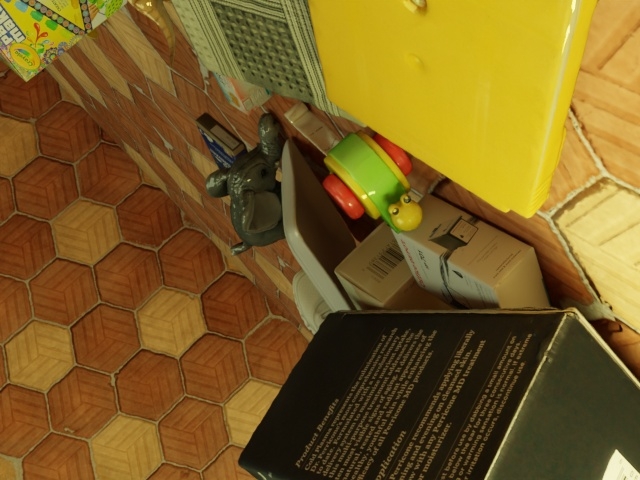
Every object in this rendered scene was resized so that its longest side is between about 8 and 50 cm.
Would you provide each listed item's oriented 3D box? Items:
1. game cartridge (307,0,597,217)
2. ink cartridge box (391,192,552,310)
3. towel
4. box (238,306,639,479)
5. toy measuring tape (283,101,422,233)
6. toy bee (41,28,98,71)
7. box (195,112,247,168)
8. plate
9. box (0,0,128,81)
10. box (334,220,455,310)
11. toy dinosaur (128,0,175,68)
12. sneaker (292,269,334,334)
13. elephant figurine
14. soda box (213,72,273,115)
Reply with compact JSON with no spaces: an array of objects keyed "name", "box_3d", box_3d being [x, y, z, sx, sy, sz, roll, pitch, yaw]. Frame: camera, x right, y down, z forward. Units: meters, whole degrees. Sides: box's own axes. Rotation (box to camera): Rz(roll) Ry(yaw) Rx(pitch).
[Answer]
[{"name":"game cartridge","box_3d":[0.103,-0.180,0.726,0.285,0.053,0.324,37,163,23]},{"name":"ink cartridge box","box_3d":[0.201,0.037,1.047,0.190,0.082,0.140,32,160,44]},{"name":"towel","box_3d":[-0.079,-0.297,0.950,0.312,0.056,0.324,25,156,28]},{"name":"box","box_3d":[0.229,0.342,1.062,0.480,0.297,0.471,44,156,-21]},{"name":"toy measuring tape","box_3d":[0.029,-0.125,1.073,0.330,0.121,0.121,49,171,38]},{"name":"toy bee","box_3d":[-0.605,-0.536,1.822,0.298,0.162,0.195,-12,115,46]},{"name":"box","box_3d":[-0.199,-0.179,1.777,0.136,0.036,0.225,40,167,28]},{"name":"plate","box_3d":[0.000,0.000,1.350,0.277,0.045,0.278,56,-163,-35]},{"name":"box","box_3d":[-0.505,-0.468,1.347,0.290,0.279,0.177,37,164,38]},{"name":"box","box_3d":[0.158,0.119,1.285,0.121,0.148,0.311,34,163,43]},{"name":"toy dinosaur","box_3d":[-0.266,-0.375,1.231,0.211,0.112,0.064,48,166,-5]},{"name":"sneaker","box_3d":[0.046,0.167,1.391,0.292,0.110,0.118,57,176,11]},{"name":"elephant figurine","box_3d":[-0.126,-0.097,1.448,0.169,0.186,0.239,0,158,24]},{"name":"soda box","box_3d":[-0.140,-0.284,1.224,0.063,0.058,0.183,37,163,37]}]
